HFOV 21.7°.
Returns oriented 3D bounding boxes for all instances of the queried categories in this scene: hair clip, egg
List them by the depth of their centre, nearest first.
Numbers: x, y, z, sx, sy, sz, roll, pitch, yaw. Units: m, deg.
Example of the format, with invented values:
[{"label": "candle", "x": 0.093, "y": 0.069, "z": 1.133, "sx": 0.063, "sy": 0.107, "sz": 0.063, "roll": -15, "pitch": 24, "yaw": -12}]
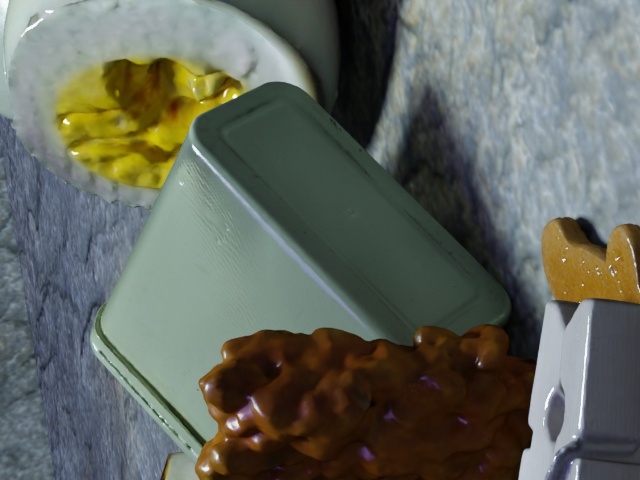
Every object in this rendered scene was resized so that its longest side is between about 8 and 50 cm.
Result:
[{"label": "hair clip", "x": 0.188, "y": 0.208, "z": 1.225, "sx": 0.101, "sy": 0.085, "sz": 0.331, "roll": 173, "pitch": 103, "yaw": -72}, {"label": "egg", "x": -0.151, "y": -0.262, "z": 1.803, "sx": 0.354, "sy": 0.354, "sz": 0.340, "roll": 108, "pitch": 169, "yaw": -51}]

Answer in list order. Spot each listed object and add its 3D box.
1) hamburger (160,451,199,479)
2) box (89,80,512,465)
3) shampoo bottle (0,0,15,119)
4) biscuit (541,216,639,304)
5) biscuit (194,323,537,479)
[{"label": "hamburger", "x": -0.171, "y": 0.418, "z": 2.358, "sx": 0.295, "sy": 0.151, "sz": 0.227, "roll": 97, "pitch": -175, "yaw": -61}, {"label": "box", "x": -0.028, "y": 0.080, "z": 1.638, "sx": 0.352, "sy": 0.177, "sz": 0.344, "roll": 46, "pitch": 138, "yaw": 16}, {"label": "shampoo bottle", "x": -0.363, "y": -0.324, "z": 2.305, "sx": 0.317, "sy": 0.322, "sz": 0.322, "roll": -58, "pitch": 40, "yaw": 29}, {"label": "biscuit", "x": 0.244, "y": 0.066, "z": 1.297, "sx": 0.250, "sy": 0.036, "sz": 0.165, "roll": -163, "pitch": 65, "yaw": -71}, {"label": "biscuit", "x": 0.051, "y": 0.196, "z": 1.440, "sx": 0.312, "sy": 0.318, "sz": 0.110, "roll": 90, "pitch": 176, "yaw": -47}]
